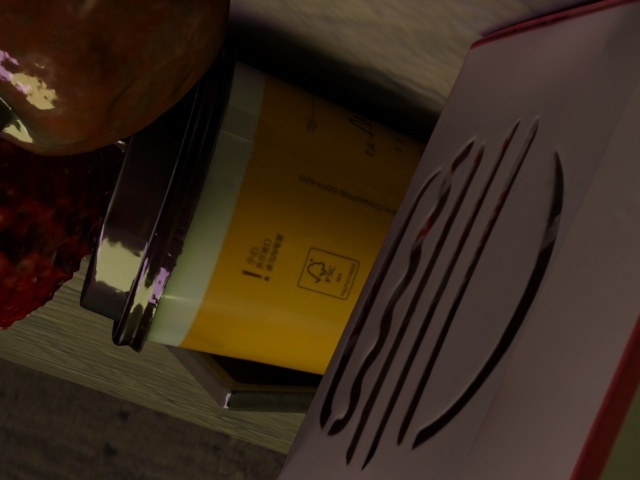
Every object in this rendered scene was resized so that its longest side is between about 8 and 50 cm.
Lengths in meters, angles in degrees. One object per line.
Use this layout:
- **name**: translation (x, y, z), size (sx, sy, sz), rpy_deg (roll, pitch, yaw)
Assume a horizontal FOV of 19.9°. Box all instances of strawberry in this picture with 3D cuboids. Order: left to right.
- **strawberry**: translation (-0.240, -0.060, 1.213), size (0.238, 0.250, 0.288), rpy_deg (-9, -179, 24)

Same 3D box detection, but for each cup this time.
- **cup**: translation (0.000, 0.000, 1.108), size (0.279, 0.196, 0.196), rpy_deg (17, 168, -10)

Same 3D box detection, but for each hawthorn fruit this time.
- **hawthorn fruit**: translation (-0.138, -0.112, 0.919), size (0.149, 0.189, 0.149), rpy_deg (50, 166, 17)

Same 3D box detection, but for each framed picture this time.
- **framed picture**: translation (-0.015, 0.053, 1.270), size (0.240, 0.020, 0.324), rpy_deg (4, -163, -27)

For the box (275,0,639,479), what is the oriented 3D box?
- **box**: translation (0.191, 0.088, 0.813), size (0.312, 0.314, 0.300), rpy_deg (28, 169, -17)
